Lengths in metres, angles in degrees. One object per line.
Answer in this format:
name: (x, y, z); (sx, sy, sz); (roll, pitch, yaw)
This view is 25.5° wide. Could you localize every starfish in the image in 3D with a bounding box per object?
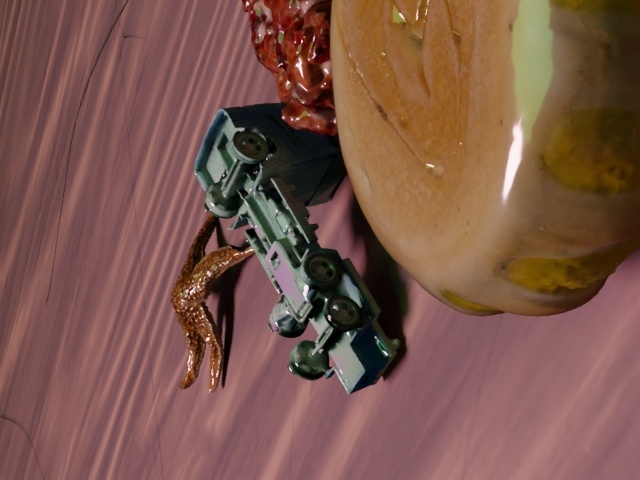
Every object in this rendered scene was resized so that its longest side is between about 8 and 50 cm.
starfish: (-0.084, 0.030, 1.015); (0.130, 0.041, 0.133); (127, 139, -51)

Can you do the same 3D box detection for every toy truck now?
toy truck: (0.000, 0.000, 0.802); (0.175, 0.081, 0.067); (59, 145, 22)

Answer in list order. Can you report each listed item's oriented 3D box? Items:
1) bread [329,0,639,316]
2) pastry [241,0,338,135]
bread: (0.077, -0.070, 0.562); (0.213, 0.104, 0.213); (179, 90, -65)
pastry: (0.006, -0.148, 0.745); (0.115, 0.097, 0.208); (91, 166, -45)
